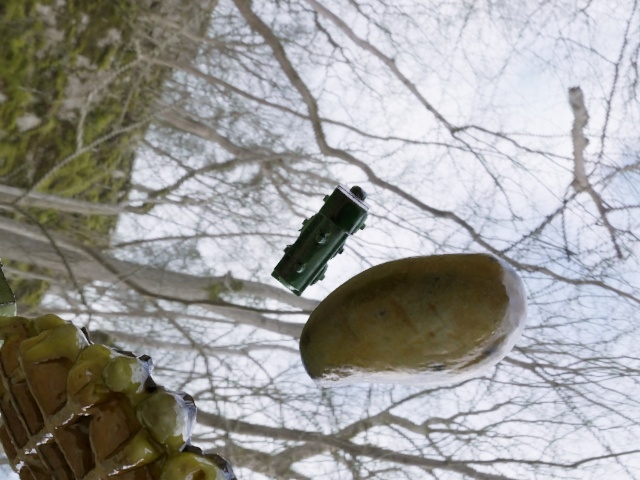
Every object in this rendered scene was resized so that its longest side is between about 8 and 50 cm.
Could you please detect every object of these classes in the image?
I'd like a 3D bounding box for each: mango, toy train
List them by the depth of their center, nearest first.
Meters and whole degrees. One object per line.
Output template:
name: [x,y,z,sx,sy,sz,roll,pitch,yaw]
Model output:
toy train: [0.000,0.000,1.104,0.071,0.111,0.170,39,-78,1]
mango: [0.125,0.112,1.188,0.329,0.175,0.177,-7,-114,23]

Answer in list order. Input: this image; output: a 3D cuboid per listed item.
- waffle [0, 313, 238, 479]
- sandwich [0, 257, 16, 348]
waffle: [-0.139,0.190,0.575,0.281,0.058,0.301,-3,-73,51]
sandwich: [-0.550,0.125,1.385,0.245,0.063,0.212,47,-45,48]
